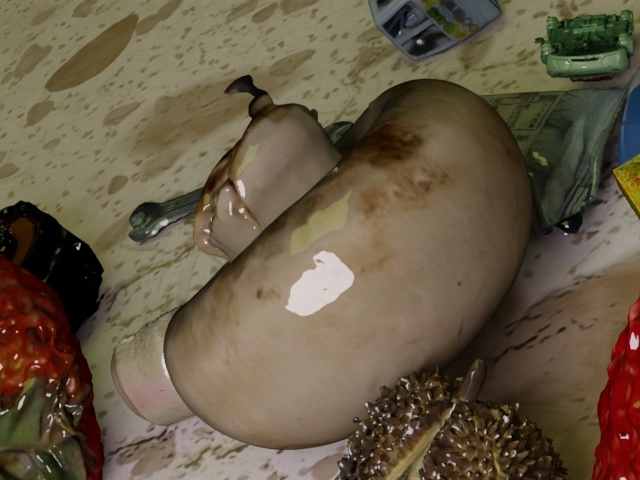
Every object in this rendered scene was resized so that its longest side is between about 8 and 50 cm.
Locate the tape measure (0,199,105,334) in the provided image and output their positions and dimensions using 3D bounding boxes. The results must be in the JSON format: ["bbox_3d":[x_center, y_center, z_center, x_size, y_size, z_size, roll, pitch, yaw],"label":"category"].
[{"bbox_3d":[-0.351,0.064,1.933,0.223,0.135,0.202,-37,34,-16],"label":"tape measure"}]

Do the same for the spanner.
[{"bbox_3d":[-0.089,-0.063,1.955,0.302,0.017,0.071,-22,35,20],"label":"spanner"}]

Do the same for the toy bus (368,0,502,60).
[{"bbox_3d":[0.113,-0.335,2.031,0.136,0.109,0.330,-37,31,18],"label":"toy bus"}]

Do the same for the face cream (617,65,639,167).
[{"bbox_3d":[0.332,-0.092,1.530,0.149,0.083,0.264,-10,39,11],"label":"face cream"}]

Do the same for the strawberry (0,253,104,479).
[{"bbox_3d":[-0.354,0.164,1.704,0.351,0.267,0.312,-2,74,64],"label":"strawberry"}]

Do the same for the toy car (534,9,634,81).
[{"bbox_3d":[0.259,-0.183,1.704,0.093,0.058,0.186,-3,19,11],"label":"toy car"}]

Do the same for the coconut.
[{"bbox_3d":[-0.136,0.115,1.687,0.124,0.110,0.110,-27,34,22],"label":"coconut"}]

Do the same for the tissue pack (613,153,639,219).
[{"bbox_3d":[0.315,-0.004,1.369,0.095,0.062,0.176,-32,75,7],"label":"tissue pack"}]

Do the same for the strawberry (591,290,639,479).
[{"bbox_3d":[0.304,0.103,1.143,0.310,0.292,0.292,-27,33,1],"label":"strawberry"}]

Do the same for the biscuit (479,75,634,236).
[{"bbox_3d":[0.147,-0.073,1.689,0.309,0.079,0.186,-1,47,40],"label":"biscuit"}]

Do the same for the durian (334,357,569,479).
[{"bbox_3d":[0.098,0.182,1.322,0.196,0.167,0.196,-2,85,27],"label":"durian"}]

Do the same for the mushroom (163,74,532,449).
[{"bbox_3d":[0.000,0.000,1.493,0.362,0.294,0.362,-45,5,5],"label":"mushroom"}]
